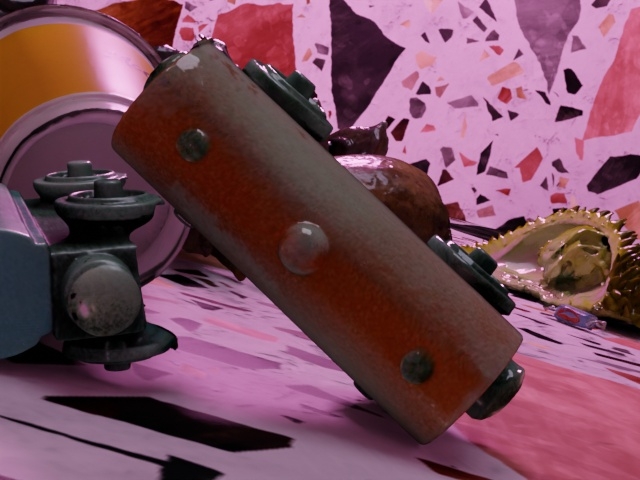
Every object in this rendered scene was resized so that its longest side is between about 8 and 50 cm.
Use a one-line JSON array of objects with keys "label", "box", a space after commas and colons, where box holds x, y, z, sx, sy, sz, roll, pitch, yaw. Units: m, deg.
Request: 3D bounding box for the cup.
[{"label": "cup", "box": [-0.182, -0.064, 1.054, 0.196, 0.196, 0.279, 13, 12, -20]}]

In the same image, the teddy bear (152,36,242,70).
[{"label": "teddy bear", "box": [-0.172, -0.129, 1.405, 0.251, 0.144, 0.171, -18, -4, -45]}]

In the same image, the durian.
[{"label": "durian", "box": [0.335, 0.058, 1.834, 0.169, 0.157, 0.355, -25, 19, -17]}]

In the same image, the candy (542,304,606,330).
[{"label": "candy", "box": [0.290, 0.087, 1.642, 0.083, 0.020, 0.030, 20, 9, 42]}]

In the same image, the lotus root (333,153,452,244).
[{"label": "lotus root", "box": [0.036, -0.018, 1.362, 0.214, 0.138, 0.138, 18, 2, -34]}]

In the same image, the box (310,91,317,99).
[{"label": "box", "box": [-0.155, -0.150, 2.003, 0.273, 0.184, 0.143, 11, 5, -6]}]

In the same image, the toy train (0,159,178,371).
[{"label": "toy train", "box": [-0.167, 0.012, 0.788, 0.159, 0.101, 0.248, -3, 9, -14]}]

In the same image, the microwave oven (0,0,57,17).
[{"label": "microwave oven", "box": [-0.403, -0.283, 1.314, 0.333, 0.247, 0.394, 12, 47, -20]}]

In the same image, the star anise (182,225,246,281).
[{"label": "star anise", "box": [-0.123, -0.037, 1.299, 0.196, 0.111, 0.212, -3, 29, 20]}]

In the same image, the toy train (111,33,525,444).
[{"label": "toy train", "box": [0.000, 0.000, 0.814, 0.285, 0.116, 0.177, 45, 8, 3]}]

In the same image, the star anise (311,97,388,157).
[{"label": "star anise", "box": [-0.026, -0.060, 1.446, 0.197, 0.212, 0.073, 32, 30, -46]}]
